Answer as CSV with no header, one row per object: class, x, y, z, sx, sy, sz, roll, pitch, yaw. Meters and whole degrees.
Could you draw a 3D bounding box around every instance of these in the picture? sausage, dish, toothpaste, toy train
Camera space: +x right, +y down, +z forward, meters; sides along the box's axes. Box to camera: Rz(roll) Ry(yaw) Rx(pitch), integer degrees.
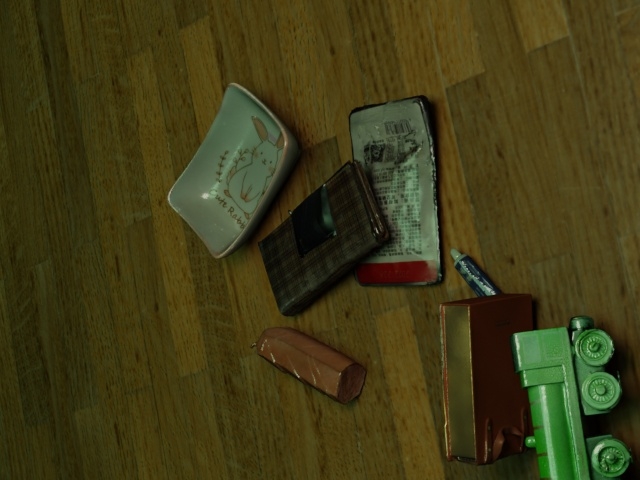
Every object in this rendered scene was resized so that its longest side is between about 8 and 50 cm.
sausage,-0.020,0.160,1.932,0.169,0.065,0.065,25,105,38
dish,-0.108,-0.093,2.006,0.151,0.077,0.212,48,118,33
toothpaste,0.202,0.062,1.769,0.140,0.021,0.037,52,120,24
toy train,0.286,0.211,1.625,0.119,0.085,0.251,-7,79,7

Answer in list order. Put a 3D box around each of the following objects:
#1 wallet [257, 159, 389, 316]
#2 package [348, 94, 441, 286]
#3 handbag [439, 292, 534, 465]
wallet,0.000,0.000,1.913,0.230,0.042,0.124,-42,62,46
package,0.089,-0.060,1.863,0.154,0.030,0.239,-4,86,48
handbag,0.198,0.161,1.689,0.062,0.127,0.190,0,94,43
